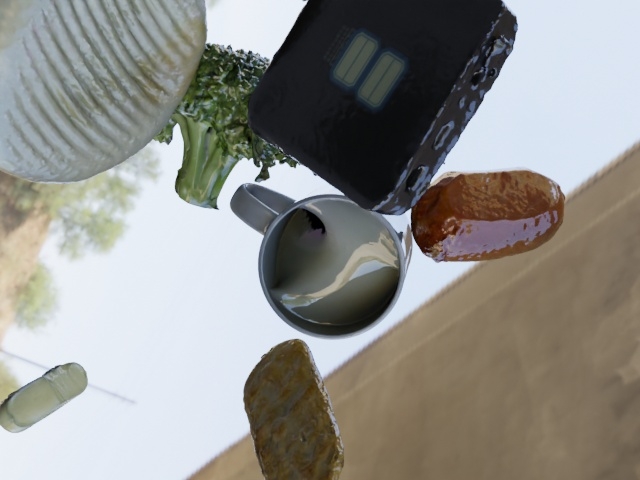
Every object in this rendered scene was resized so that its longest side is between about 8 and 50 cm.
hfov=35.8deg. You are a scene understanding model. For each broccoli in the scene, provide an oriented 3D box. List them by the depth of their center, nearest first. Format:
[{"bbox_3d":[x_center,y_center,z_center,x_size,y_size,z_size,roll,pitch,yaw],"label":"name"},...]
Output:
[{"bbox_3d":[-0.177,-0.235,1.827,0.317,0.338,0.277,-39,178,21],"label":"broccoli"}]

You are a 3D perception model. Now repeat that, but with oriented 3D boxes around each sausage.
[{"bbox_3d":[0.284,-0.044,1.670,0.141,0.268,0.153,113,-32,-65],"label":"sausage"}]

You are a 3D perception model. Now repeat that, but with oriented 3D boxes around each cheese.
[{"bbox_3d":[-0.385,0.219,1.374,0.127,0.050,0.255,-34,180,-19],"label":"cheese"}]

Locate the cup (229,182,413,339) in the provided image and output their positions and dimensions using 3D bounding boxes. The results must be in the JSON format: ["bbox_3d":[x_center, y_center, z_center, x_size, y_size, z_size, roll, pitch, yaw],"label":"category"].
[{"bbox_3d":[0.000,0.000,1.692,0.236,0.323,0.327,-58,179,11],"label":"cup"}]

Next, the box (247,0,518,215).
[{"bbox_3d":[0.078,-0.248,1.444,0.350,0.091,0.359,38,-81,37],"label":"box"}]

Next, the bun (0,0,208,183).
[{"bbox_3d":[-0.322,-0.255,1.236,0.219,0.365,0.365,39,-75,32],"label":"bun"}]

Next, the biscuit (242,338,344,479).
[{"bbox_3d":[-0.035,0.210,1.138,0.118,0.029,0.247,-50,-146,18],"label":"biscuit"}]
